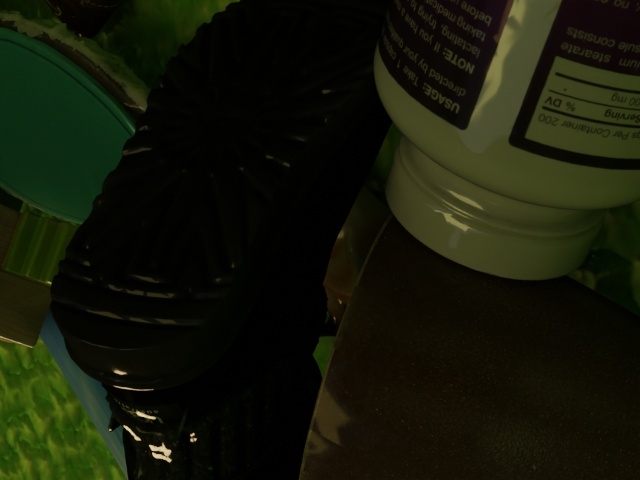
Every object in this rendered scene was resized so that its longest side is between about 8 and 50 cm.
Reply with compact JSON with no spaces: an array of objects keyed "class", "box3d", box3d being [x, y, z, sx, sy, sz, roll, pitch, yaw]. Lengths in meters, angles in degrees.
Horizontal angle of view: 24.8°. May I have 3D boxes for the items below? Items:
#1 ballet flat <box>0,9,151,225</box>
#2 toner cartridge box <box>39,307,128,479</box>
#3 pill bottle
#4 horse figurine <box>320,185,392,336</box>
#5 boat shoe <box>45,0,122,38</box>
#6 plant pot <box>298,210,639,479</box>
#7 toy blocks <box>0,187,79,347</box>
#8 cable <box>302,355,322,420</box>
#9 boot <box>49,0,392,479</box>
[{"class":"ballet flat","box3d":[-0.242,-0.127,1.118,0.408,0.147,0.147,23,120,26]},{"class":"toner cartridge box","box3d":[-0.090,0.143,1.142,0.348,0.075,0.165,55,134,14]},{"class":"pill bottle","box3d":[0.136,-0.145,0.752,0.181,0.181,0.323,37,127,28]},{"class":"horse figurine","box3d":[0.000,0.000,1.016,0.263,0.066,0.174,57,139,14]},{"class":"boat shoe","box3d":[-0.232,-0.245,1.143,0.207,0.073,0.073,50,130,19]},{"class":"plant pot","box3d":[0.129,0.113,0.840,0.230,0.215,0.215,17,118,12]},{"class":"toy blocks","box3d":[-0.382,-0.009,1.183,0.381,0.260,0.191,4,73,59]},{"class":"cable","box3d":[-0.057,0.108,1.031,0.150,0.047,0.184,-47,69,26]},{"class":"boot","box3d":[-0.033,0.024,0.897,0.131,0.348,0.260,14,142,25]}]
